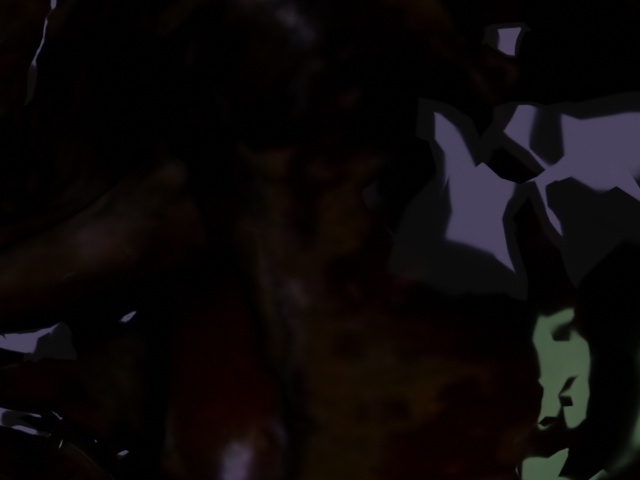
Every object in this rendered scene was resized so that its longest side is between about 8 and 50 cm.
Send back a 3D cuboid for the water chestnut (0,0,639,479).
[{"bbox_3d":[0.000,0.000,0.487,0.244,0.289,0.289,4,90,4],"label":"water chestnut"}]
